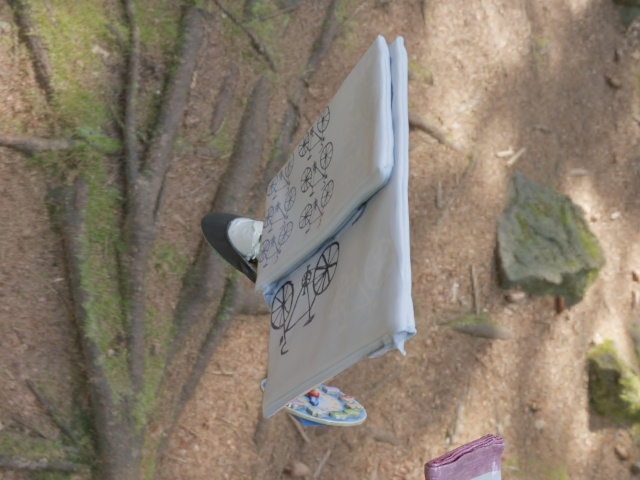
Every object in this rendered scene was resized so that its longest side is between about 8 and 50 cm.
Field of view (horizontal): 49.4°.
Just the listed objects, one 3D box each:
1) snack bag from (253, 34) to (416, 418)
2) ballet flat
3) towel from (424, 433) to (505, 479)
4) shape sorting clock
[{"bbox_3d":[0.000,0.000,0.756,0.037,0.323,0.342,15,58,-22],"label":"snack bag"},{"bbox_3d":[-0.078,0.032,1.109,0.280,0.096,0.095,45,41,14],"label":"ballet flat"},{"bbox_3d":[0.256,0.517,1.188,0.237,0.037,0.329,-1,88,-49],"label":"towel"},{"bbox_3d":[-0.013,0.295,1.299,0.206,0.206,0.040,5,101,-46],"label":"shape sorting clock"}]
